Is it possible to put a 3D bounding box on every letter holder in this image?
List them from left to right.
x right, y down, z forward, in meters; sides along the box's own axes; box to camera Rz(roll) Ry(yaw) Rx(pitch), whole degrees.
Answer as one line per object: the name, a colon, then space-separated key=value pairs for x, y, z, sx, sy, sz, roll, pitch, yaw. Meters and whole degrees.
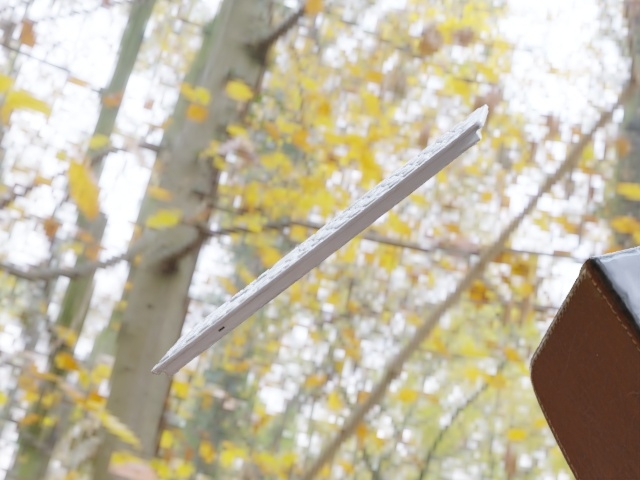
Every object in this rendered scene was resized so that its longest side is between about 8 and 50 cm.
letter holder: x=0.253 y=0.175 z=0.904 sx=0.152 sy=0.301 sz=0.214 roll=-11 pitch=-35 yaw=-27

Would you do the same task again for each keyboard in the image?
keyboard: x=0.000 y=0.000 z=0.940 sx=0.256 sy=0.072 sz=0.014 roll=-37 pitch=-80 yaw=14
